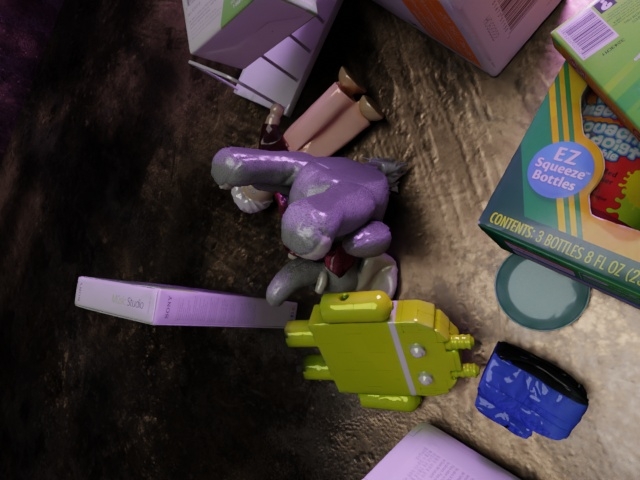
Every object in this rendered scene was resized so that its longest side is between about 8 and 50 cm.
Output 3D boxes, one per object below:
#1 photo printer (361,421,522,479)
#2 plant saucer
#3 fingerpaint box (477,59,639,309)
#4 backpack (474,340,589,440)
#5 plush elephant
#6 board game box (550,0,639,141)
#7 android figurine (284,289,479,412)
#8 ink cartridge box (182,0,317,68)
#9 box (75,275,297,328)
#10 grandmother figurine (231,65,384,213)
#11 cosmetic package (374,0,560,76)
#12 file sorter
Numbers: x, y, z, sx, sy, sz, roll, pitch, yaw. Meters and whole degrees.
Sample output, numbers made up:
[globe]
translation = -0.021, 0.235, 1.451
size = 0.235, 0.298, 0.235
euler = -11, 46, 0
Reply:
[photo printer]
translation = 0.186, 0.375, 0.501
size = 0.307, 0.256, 0.107
euler = 22, 114, 35
[plant saucer]
translation = 0.306, 0.066, 0.606
size = 0.119, 0.021, 0.120
euler = -6, 79, 35
[fingerpaint box]
translation = 0.455, -0.075, 0.424
size = 0.444, 0.163, 0.371
euler = 31, 96, 35
[backpack]
translation = 0.271, 0.200, 0.566
size = 0.120, 0.098, 0.101
euler = 25, 106, 23
[plush elephant]
translation = 0.000, 0.000, 0.709
size = 0.271, 0.329, 0.256
euler = 34, 125, 36
[board game box]
translation = 0.343, -0.147, 0.398
size = 0.124, 0.039, 0.260
euler = -35, 57, 25
[android figurine]
translation = 0.088, 0.165, 0.640
size = 0.272, 0.248, 0.056
euler = -3, 37, 22
[ink cartridge box]
translation = -0.138, -0.500, 0.707
size = 0.207, 0.119, 0.354
euler = -12, 86, 43
[box]
translation = -0.230, 0.116, 0.794
size = 0.232, 0.322, 0.059
euler = 2, 80, 36
[grandmother figurine]
translation = -0.049, -0.178, 0.852
size = 0.342, 0.104, 0.208
euler = -39, 68, 23
[cosmetic package]
translation = 0.137, -0.476, 0.693
size = 0.162, 0.230, 0.453
euler = -51, 57, 19
[file sorter]
translation = -0.118, -0.441, 0.904
size = 0.192, 0.173, 0.278
euler = 32, 100, 34
